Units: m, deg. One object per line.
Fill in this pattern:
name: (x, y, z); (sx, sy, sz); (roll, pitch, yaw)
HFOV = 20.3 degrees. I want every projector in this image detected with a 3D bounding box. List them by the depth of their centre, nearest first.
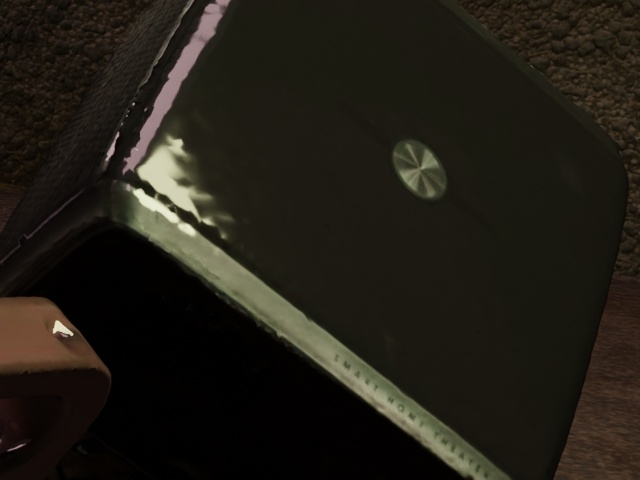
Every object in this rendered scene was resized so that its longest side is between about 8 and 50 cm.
projector: (0.000, 0.000, 1.326); (0.395, 0.242, 0.405); (37, 45, -15)

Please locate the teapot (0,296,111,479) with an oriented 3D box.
teapot: (-0.265, 0.167, 0.734); (0.305, 0.376, 0.362); (47, 18, 19)

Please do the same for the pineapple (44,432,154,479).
pineapple: (-0.188, 0.142, 1.406); (0.263, 0.262, 0.271); (10, 30, 18)
